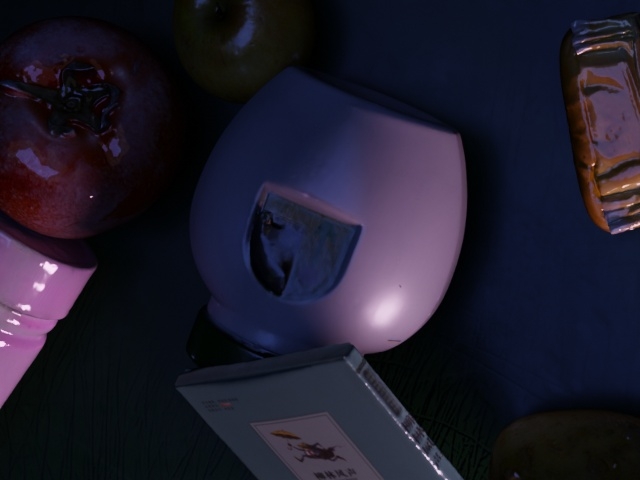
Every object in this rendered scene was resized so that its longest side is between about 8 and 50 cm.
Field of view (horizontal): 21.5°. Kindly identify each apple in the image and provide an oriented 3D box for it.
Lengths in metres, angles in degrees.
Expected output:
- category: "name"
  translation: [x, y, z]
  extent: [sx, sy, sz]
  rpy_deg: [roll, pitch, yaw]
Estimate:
- category: "apple"
  translation: [-0.088, -0.252, 2.007]
  extent: [0.182, 0.155, 0.182]
  rpy_deg: [-4, 82, 28]

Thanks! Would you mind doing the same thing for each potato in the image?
- category: "potato"
  translation: [0.330, 0.298, 1.880]
  extent: [0.307, 0.173, 0.210]
  rpy_deg: [24, 118, 12]

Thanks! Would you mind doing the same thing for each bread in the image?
- category: "bread"
  translation: [0.334, -0.131, 1.887]
  extent: [0.107, 0.136, 0.241]
  rpy_deg: [-9, 90, 17]

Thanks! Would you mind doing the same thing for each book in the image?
- category: "book"
  translation: [0.036, 0.263, 1.886]
  extent: [0.264, 0.031, 0.379]
  rpy_deg: [-12, 127, 39]

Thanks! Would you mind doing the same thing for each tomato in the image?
- category: "tomato"
  translation: [-0.296, -0.133, 2.032]
  extent: [0.270, 0.227, 0.270]
  rpy_deg: [2, 73, -6]

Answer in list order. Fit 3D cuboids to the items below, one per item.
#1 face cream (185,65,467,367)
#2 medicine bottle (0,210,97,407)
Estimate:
- category: "face cream"
  translation: [0.000, 0.000, 1.949]
  extent: [0.312, 0.219, 0.357]
  rpy_deg: [23, 101, 11]
- category: "medicine bottle"
  translation: [-0.449, 0.103, 2.093]
  extent: [0.212, 0.212, 0.325]
  rpy_deg: [38, 102, 13]
